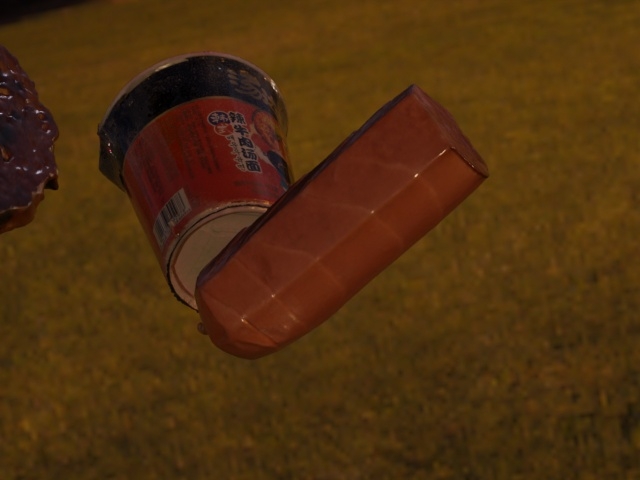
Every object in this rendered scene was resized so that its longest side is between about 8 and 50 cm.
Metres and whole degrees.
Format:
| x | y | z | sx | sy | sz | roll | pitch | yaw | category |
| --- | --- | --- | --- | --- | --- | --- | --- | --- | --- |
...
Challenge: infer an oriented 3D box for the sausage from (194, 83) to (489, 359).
| x | y | z | sx | sy | sz | roll | pitch | yaw | category |
| --- | --- | --- | --- | --- | --- | --- | --- | --- | --- |
| 0.000 | 0.000 | 0.789 | 0.169 | 0.065 | 0.065 | -41 | 7 | 14 | sausage |

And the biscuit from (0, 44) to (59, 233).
| x | y | z | sx | sy | sz | roll | pitch | yaw | category |
| --- | --- | --- | --- | --- | --- | --- | --- | --- | --- |
| -0.408 | -0.116 | 1.646 | 0.081 | 0.289 | 0.334 | -36 | -3 | 34 | biscuit |

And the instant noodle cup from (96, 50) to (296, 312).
| x | y | z | sx | sy | sz | roll | pitch | yaw | category |
| --- | --- | --- | --- | --- | --- | --- | --- | --- | --- |
| -0.064 | -0.029 | 1.000 | 0.127 | 0.127 | 0.136 | -13 | 41 | -8 | instant noodle cup |
